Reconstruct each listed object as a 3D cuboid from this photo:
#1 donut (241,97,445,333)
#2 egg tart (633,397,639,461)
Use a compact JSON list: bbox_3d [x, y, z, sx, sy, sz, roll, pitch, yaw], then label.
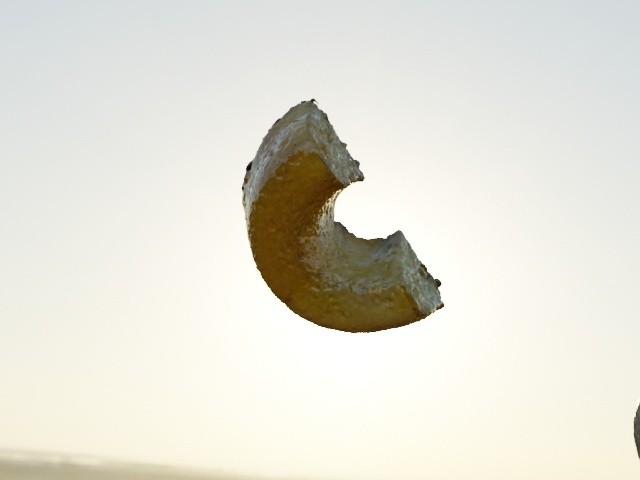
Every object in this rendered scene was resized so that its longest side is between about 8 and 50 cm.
[{"bbox_3d":[-0.001,0.006,1.602,0.152,0.259,0.101,-31,14,17],"label":"donut"},{"bbox_3d":[0.278,0.171,0.940,0.234,0.094,0.234,34,-29,22],"label":"egg tart"}]
